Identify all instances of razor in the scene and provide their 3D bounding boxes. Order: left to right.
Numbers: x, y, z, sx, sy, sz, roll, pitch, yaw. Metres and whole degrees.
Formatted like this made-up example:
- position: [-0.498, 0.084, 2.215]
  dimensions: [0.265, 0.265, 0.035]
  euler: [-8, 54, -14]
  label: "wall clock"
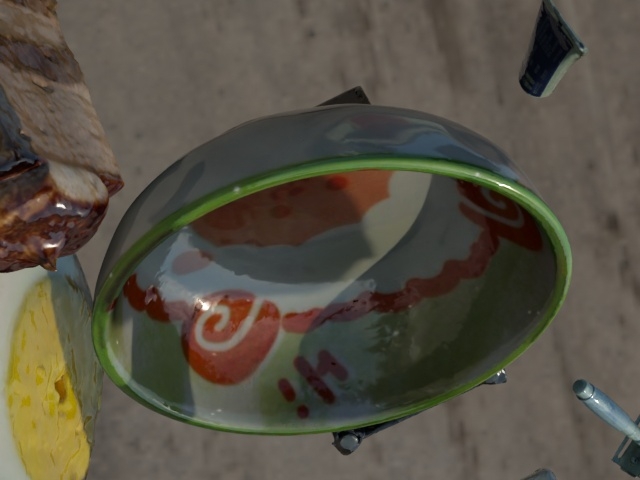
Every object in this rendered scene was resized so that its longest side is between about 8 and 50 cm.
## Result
- position: [0.263, 0.157, 1.616]
  dimensions: [0.135, 0.040, 0.068]
  euler: [38, 83, -44]
  label: "razor"

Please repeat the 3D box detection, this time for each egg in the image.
- position: [-0.370, 0.139, 1.885]
  dimensions: [0.337, 0.201, 0.337]
  euler: [-8, 90, -76]
  label: "egg"

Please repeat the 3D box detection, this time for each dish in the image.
- position: [0.000, 0.000, 1.237]
  dimensions: [0.324, 0.324, 0.124]
  euler: [41, 30, -49]
  label: "dish"

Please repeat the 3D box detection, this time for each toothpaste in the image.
- position: [0.120, -0.097, 0.950]
  dimensions: [0.037, 0.021, 0.140]
  euler: [56, -5, 7]
  label: "toothpaste"

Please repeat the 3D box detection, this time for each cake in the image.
- position: [-0.297, -0.081, 1.486]
  dimensions: [0.293, 0.198, 0.196]
  euler: [64, 18, 17]
  label: "cake"

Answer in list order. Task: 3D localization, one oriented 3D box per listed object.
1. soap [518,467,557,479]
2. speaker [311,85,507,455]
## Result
- position: [0.143, 0.259, 1.222]
  dimensions: [0.183, 0.121, 0.064]
  euler: [64, 3, 9]
  label: "soap"
- position: [0.035, 0.024, 1.700]
  dimensions: [0.232, 0.184, 0.254]
  euler: [62, 2, -33]
  label: "speaker"
